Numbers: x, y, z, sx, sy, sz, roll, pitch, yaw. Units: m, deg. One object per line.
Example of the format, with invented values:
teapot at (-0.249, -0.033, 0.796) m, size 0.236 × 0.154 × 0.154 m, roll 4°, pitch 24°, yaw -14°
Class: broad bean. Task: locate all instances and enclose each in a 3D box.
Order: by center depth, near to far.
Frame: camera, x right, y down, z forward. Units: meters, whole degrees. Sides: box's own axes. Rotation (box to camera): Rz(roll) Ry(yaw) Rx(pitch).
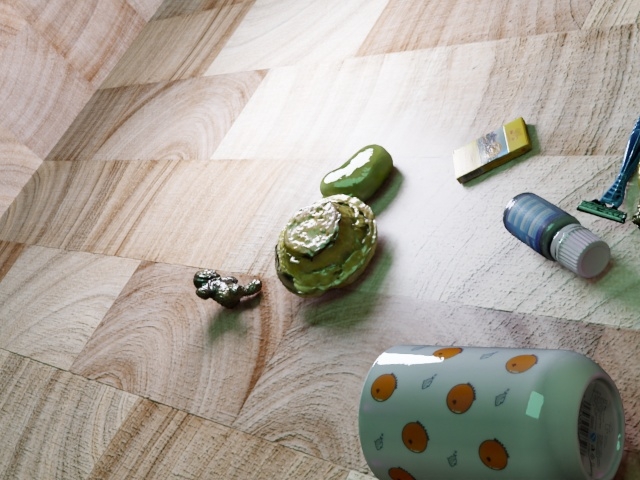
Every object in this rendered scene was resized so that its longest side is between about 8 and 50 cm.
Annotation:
broad bean at (0.074, -0.132, 1.994) m, size 0.174 × 0.082 × 0.124 m, roll -41°, pitch 36°, yaw 5°

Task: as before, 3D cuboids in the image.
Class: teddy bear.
teddy bear at (-0.206, 0.109, 2.036) m, size 0.160 × 0.078 × 0.119 m, roll 14°, pitch 20°, yaw 37°

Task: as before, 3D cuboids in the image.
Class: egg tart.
egg tart at (0.000, 0.000, 1.879) m, size 0.241 × 0.106 × 0.241 m, roll -16°, pitch 54°, yaw 23°

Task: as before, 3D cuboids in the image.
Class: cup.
cup at (0.238, 0.249, 1.306) m, size 0.317 × 0.212 × 0.212 m, roll -6°, pitch 50°, yaw 42°

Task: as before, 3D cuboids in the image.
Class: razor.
razor at (0.513, -0.131, 1.578) m, size 0.082 × 0.042 × 0.253 m, roll 18°, pitch 64°, yaw 30°

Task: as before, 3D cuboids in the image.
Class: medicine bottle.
medicine bottle at (0.384, -0.010, 1.545) m, size 0.083 × 0.083 × 0.203 m, roll -45°, pitch 33°, yaw -2°

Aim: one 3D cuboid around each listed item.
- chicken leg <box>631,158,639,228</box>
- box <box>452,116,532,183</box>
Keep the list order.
chicken leg at (0.541, -0.100, 1.503) m, size 0.093 × 0.070 × 0.178 m, roll 13°, pitch 70°, yaw 44°
box at (0.329, -0.173, 1.830) m, size 0.155 × 0.023 × 0.087 m, roll -27°, pitch 35°, yaw 23°
